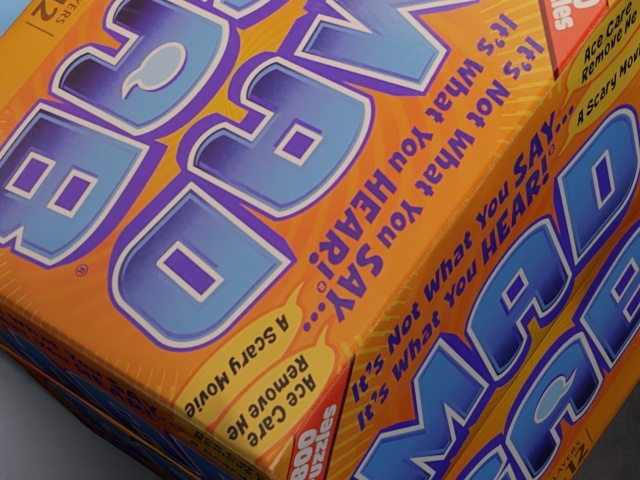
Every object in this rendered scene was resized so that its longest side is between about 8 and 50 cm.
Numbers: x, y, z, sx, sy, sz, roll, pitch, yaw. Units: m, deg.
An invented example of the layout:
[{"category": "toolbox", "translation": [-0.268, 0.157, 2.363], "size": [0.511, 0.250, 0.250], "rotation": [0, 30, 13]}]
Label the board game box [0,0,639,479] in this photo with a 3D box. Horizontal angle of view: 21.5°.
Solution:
[{"category": "board game box", "translation": [0.000, 0.000, 1.134], "size": [0.356, 0.357, 0.356], "rotation": [-53, 146, -14]}]

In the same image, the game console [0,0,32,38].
[{"category": "game console", "translation": [-0.241, -0.254, 1.155], "size": [0.293, 0.173, 0.250], "rotation": [24, 107, -27]}]
